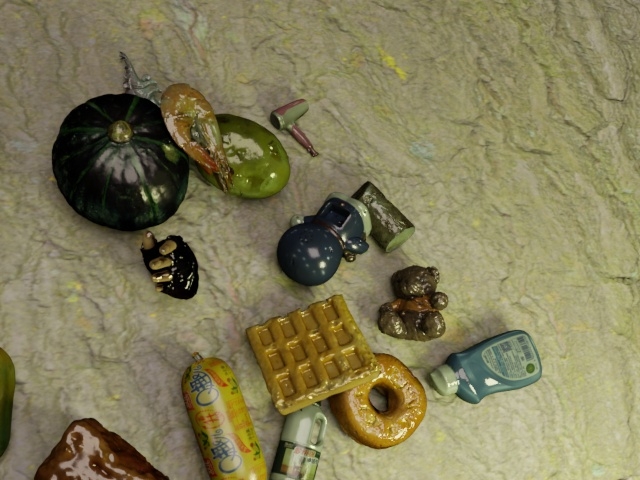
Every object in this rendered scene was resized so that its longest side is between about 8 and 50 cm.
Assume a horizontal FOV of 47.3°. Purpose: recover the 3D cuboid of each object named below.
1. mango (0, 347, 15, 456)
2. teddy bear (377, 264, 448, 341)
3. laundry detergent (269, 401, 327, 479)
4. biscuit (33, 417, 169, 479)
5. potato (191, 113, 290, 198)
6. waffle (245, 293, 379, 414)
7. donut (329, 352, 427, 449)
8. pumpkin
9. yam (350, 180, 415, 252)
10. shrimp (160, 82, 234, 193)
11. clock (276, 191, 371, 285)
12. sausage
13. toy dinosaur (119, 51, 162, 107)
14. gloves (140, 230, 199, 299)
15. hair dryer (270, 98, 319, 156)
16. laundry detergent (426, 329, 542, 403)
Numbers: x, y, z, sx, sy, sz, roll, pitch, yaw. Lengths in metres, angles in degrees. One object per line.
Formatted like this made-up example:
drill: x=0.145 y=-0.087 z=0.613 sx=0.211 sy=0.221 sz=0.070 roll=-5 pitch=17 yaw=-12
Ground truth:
mango: x=-0.682 y=0.315 z=1.449 sx=0.137 sy=0.091 sz=0.238 roll=2 pitch=71 yaw=-11
teddy bear: x=0.233 y=0.153 z=1.785 sx=0.140 sy=0.177 sz=0.190 roll=32 pitch=55 yaw=-57
laundry detergent: x=-0.039 y=0.437 z=1.629 sx=0.099 sy=0.070 sz=0.226 roll=17 pitch=66 yaw=-3
biscuit: x=-0.341 y=0.503 z=1.363 sx=0.395 sy=0.343 sz=0.166 roll=40 pitch=69 yaw=1
potato: x=-0.192 y=-0.199 z=1.754 sx=0.253 sy=0.148 sz=0.186 roll=37 pitch=93 yaw=-9
waffle: x=-0.019 y=0.253 z=1.640 sx=0.247 sy=0.055 sz=0.221 roll=-19 pitch=55 yaw=-11
donut: x=0.134 y=0.368 z=1.686 sx=0.226 sy=0.114 sz=0.227 roll=5 pitch=72 yaw=-16
pumpkin: x=-0.436 y=-0.181 z=1.617 sx=0.314 sy=0.238 sz=0.316 roll=4 pitch=70 yaw=-12
yam: x=0.150 y=-0.060 z=1.844 sx=0.107 sy=0.107 sz=0.183 roll=-40 pitch=86 yaw=-25
shrimp: x=-0.268 y=-0.225 z=1.620 sx=0.145 sy=0.061 sz=0.267 roll=-34 pitch=102 yaw=-54
clock: x=0.000 y=0.000 z=1.749 sx=0.199 sy=0.147 sz=0.243 roll=32 pitch=60 yaw=21
sausage: x=-0.206 y=0.400 z=1.556 sx=0.123 sy=0.123 sz=0.347 roll=-18 pitch=79 yaw=-22
toy dinosaur: x=-0.444 y=-0.382 z=1.789 sx=0.082 sy=0.039 sz=0.209 roll=-29 pitch=82 yaw=-23
gloves: x=-0.327 y=0.053 z=1.591 sx=0.124 sy=0.203 sz=0.164 roll=-41 pitch=87 yaw=-23
hair dryer: x=-0.053 y=-0.282 z=1.887 sx=0.106 sy=0.054 sz=0.154 roll=-31 pitch=94 yaw=-29
laundry detergent: x=0.400 y=0.321 z=1.805 sx=0.289 sy=0.094 sz=0.144 roll=-14 pitch=83 yaw=-19
